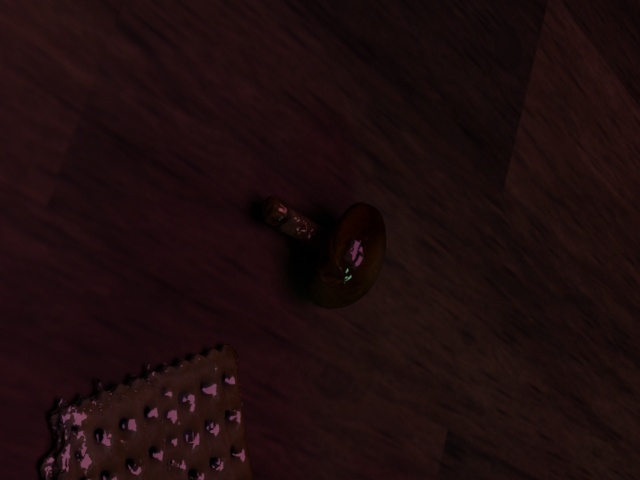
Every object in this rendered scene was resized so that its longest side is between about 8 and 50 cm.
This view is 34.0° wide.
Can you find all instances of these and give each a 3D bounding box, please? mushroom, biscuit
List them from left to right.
[{"bbox_3d":[-0.117,0.156,0.701,0.203,0.016,0.144,-15,103,-50],"label":"biscuit"},{"bbox_3d":[0.007,0.006,0.806,0.129,0.073,0.088,27,100,-45],"label":"mushroom"}]
